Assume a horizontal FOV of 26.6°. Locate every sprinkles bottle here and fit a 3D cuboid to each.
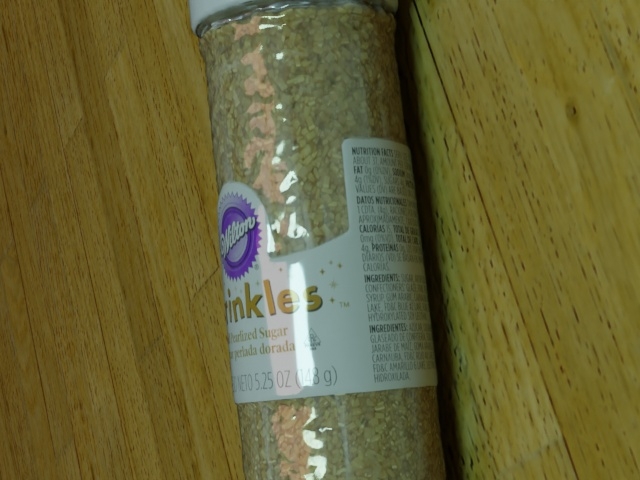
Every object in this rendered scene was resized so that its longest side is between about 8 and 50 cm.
[{"bbox_3d":[0.000,0.000,0.768,0.121,0.121,0.355,-18,77,59],"label":"sprinkles bottle"}]
